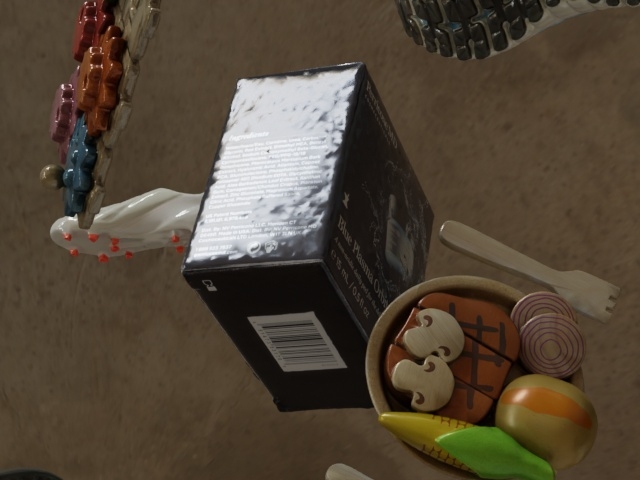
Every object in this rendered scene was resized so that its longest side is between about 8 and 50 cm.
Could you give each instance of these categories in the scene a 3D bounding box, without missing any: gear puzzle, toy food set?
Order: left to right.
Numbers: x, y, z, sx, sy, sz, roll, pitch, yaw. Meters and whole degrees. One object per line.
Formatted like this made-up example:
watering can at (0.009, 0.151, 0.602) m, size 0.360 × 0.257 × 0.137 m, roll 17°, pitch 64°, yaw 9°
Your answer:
gear puzzle at (-0.165, -0.182, 1.003) m, size 0.044 × 0.339 × 0.175 m, roll 10°, pitch 33°, yaw -21°
toy food set at (0.091, 0.071, 0.700) m, size 0.132 × 0.038 × 0.192 m, roll 24°, pitch 58°, yaw 4°

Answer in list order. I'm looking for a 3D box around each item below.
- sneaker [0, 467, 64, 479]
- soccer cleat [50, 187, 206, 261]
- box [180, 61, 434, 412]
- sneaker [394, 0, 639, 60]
sneaker at (-0.244, 0.226, 0.769) m, size 0.087 × 0.130 × 0.227 m, roll 46°, pitch 56°, yaw 1°
soccer cleat at (-0.214, -0.022, 1.497) m, size 0.196 × 0.068 × 0.076 m, roll -3°, pitch 59°, yaw 3°
box at (0.000, 0.000, 0.812) m, size 0.093 × 0.156 × 0.158 m, roll -6°, pitch 50°, yaw 22°
sneaker at (0.105, -0.123, 0.581) m, size 0.073 × 0.162 × 0.063 m, roll -30°, pitch 111°, yaw -50°
